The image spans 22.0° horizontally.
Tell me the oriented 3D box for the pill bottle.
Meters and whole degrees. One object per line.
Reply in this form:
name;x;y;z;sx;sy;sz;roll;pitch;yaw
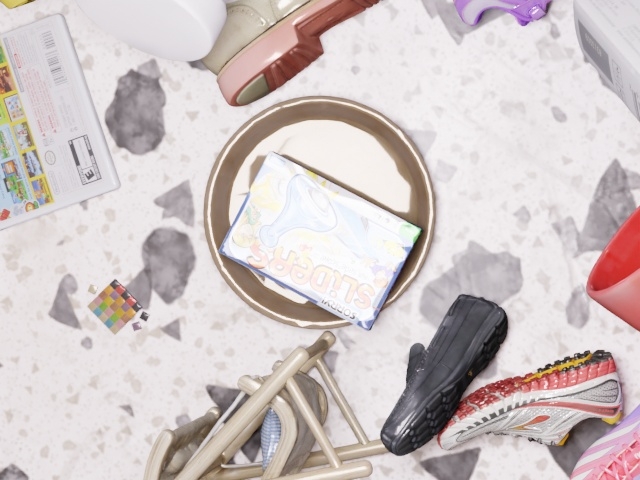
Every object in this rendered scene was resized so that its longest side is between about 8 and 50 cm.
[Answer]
pill bottle;-0.125;-0.397;1.830;0.210;0.210;0.363;22;70;7

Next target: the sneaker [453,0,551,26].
sneaker;0.253;-0.304;1.900;0.236;0.095;0.104;-9;96;13

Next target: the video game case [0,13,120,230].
video game case;-0.375;-0.138;2.019;0.206;0.026;0.227;-19;89;8

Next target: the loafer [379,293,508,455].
loafer;0.132;0.153;1.898;0.078;0.076;0.223;25;62;28

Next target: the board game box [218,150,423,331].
board game box;0.000;0.000;1.922;0.201;0.035;0.136;27;94;7

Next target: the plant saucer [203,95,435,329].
plant saucer;-0.001;-0.033;1.960;0.278;0.041;0.277;0;90;8

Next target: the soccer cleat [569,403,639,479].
soccer cleat;0.365;0.240;1.883;0.083;0.095;0.248;42;96;5

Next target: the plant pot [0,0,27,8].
plant pot;-0.337;-0.389;1.931;0.212;0.212;0.187;-27;101;7

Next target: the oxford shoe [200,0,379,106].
oxford shoe;0.010;-0.329;1.908;0.397;0.140;0.146;-38;79;5

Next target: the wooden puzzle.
wooden puzzle;-0.251;0.081;2.013;0.049;0.006;0.083;-44;85;6

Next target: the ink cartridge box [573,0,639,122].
ink cartridge box;0.505;-0.228;1.771;0.385;0.308;0.091;-19;124;-3

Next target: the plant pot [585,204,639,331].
plant pot;0.470;0.042;1.797;0.243;0.275;0.275;43;96;-5

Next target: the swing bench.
swing bench;-0.072;0.240;1.866;0.255;0.253;0.165;-30;86;7

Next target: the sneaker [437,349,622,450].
sneaker;0.243;0.205;1.905;0.225;0.088;0.092;-19;97;12
